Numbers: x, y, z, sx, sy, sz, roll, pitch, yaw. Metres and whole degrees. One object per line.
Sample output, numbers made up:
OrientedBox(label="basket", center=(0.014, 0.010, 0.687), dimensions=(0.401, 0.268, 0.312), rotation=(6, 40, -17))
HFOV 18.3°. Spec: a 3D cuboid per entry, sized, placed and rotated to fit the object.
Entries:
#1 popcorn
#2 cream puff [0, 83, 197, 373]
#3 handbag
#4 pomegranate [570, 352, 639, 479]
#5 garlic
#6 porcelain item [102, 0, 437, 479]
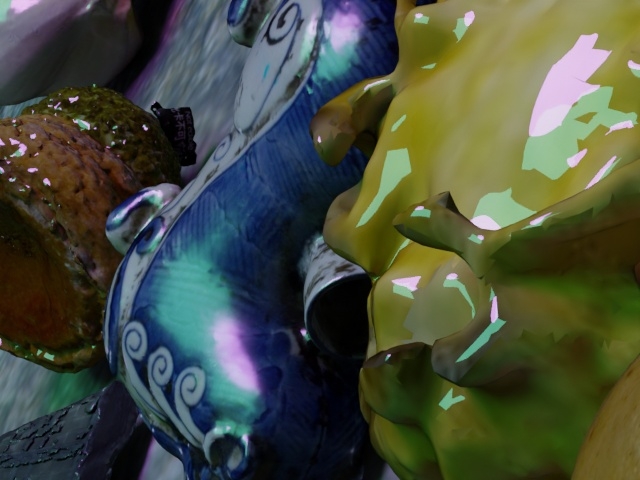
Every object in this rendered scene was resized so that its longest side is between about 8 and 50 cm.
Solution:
OrientedBox(label="popcorn", center=(0.100, -0.015, 0.650), dimensions=(0.250, 0.190, 0.250), rotation=(-51, 16, 22))
OrientedBox(label="cream puff", center=(-0.155, -0.027, 1.305), dimensions=(0.183, 0.183, 0.169), rotation=(-34, 9, 49))
OrientedBox(label="handbag", center=(-0.192, 0.213, 1.169), dimensions=(0.175, 0.089, 0.270), rotation=(-23, 42, 46))
OrientedBox(label="pomegranate", center=(0.142, 0.073, 0.457), dimensions=(0.196, 0.196, 0.196), rotation=(-47, 25, 31))
OrientedBox(label="garlic", center=(-0.217, -0.233, 1.631), dimensions=(0.203, 0.185, 0.281), rotation=(130, 162, -68))
OrientedBox(label="porcelain item", center=(0.000, 0.000, 0.929), dimensions=(0.288, 0.138, 0.186), rotation=(-53, 33, 23))
